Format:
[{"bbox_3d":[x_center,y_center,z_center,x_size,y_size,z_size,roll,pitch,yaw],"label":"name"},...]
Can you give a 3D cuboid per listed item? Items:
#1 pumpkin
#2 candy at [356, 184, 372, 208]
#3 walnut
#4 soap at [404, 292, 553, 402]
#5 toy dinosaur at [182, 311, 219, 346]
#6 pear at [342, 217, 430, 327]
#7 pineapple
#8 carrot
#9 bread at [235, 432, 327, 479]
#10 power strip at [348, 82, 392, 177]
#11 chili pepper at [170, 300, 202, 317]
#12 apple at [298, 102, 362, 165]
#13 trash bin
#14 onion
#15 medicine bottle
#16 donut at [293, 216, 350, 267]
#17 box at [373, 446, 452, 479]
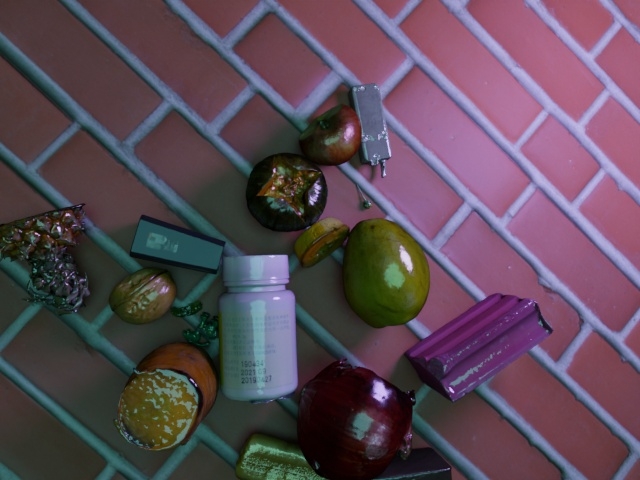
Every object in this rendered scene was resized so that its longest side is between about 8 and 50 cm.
[{"bbox_3d":[-0.097,-0.135,1.466,0.237,0.159,0.238,5,70,-15],"label":"pumpkin"},{"bbox_3d":[0.132,-0.135,1.576,0.023,0.025,0.083,-27,85,7],"label":"candy"},{"bbox_3d":[-0.473,0.149,1.395,0.180,0.144,0.144,-42,95,-14],"label":"walnut"},{"bbox_3d":[0.451,0.298,1.505,0.359,0.233,0.128,-31,95,-10],"label":"soap"},{"bbox_3d":[-0.319,0.262,1.463,0.132,0.059,0.096,24,95,-3],"label":"toy dinosaur"},{"bbox_3d":[0.180,0.092,1.466,0.252,0.253,0.307,-12,78,-10],"label":"pear"},{"bbox_3d":[-0.697,0.066,1.335,0.262,0.262,0.272,-18,103,-11],"label":"pineapple"},{"bbox_3d":[-0.370,0.377,1.297,0.224,0.340,0.224,1,87,-9],"label":"carrot"},{"bbox_3d":[-0.087,0.639,1.461,0.305,0.091,0.142,19,77,-9],"label":"bread"},{"bbox_3d":[0.156,-0.330,1.573,0.093,0.053,0.288,-10,89,-12],"label":"power strip"},{"bbox_3d":[-0.378,0.197,1.467,0.091,0.034,0.030,-14,57,-10],"label":"chili pepper"},{"bbox_3d":[0.035,-0.298,1.490,0.160,0.173,0.195,45,84,-3],"label":"apple"},{"bbox_3d":[-0.383,0.021,1.406,0.225,0.165,0.115,17,84,-11],"label":"trash bin"},{"bbox_3d":[0.080,0.481,1.369,0.340,0.341,0.342,1,87,-10],"label":"onion"},{"bbox_3d":[-0.171,0.232,1.406,0.213,0.213,0.379,-1,87,-10],"label":"medicine bottle"},{"bbox_3d":[0.000,0.000,1.483,0.178,0.162,0.065,-34,68,-18],"label":"donut"},{"bbox_3d":[0.223,0.700,1.469,0.273,0.184,0.143,-3,87,-9],"label":"box"}]
